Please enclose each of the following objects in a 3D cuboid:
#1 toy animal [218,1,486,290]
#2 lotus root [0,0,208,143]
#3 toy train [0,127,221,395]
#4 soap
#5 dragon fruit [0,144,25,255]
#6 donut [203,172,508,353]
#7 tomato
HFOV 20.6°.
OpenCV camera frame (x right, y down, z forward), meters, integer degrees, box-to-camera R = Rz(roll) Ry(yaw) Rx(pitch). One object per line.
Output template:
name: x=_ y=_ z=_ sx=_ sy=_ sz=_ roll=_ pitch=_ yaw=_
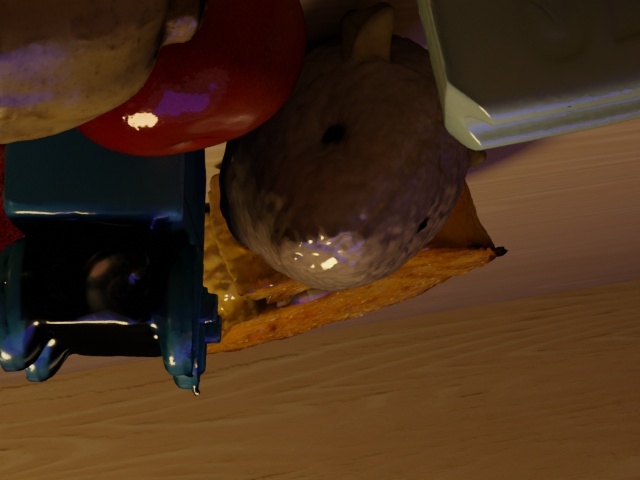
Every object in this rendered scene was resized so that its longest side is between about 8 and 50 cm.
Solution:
toy animal: x=0.023 y=-0.071 z=1.516 sx=0.226 sy=0.188 sz=0.358 roll=-52 pitch=-160 yaw=-4
lotus root: x=-0.206 y=-0.135 z=1.077 sx=0.284 sy=0.146 sz=0.160 roll=-9 pitch=164 yaw=-21
toy train: x=-0.173 y=-0.011 z=1.472 sx=0.188 sy=0.265 sz=0.300 roll=2 pitch=170 yaw=0
soap: x=0.211 y=-0.174 z=1.191 sx=0.290 sy=0.172 sz=0.095 roll=-11 pitch=170 yaw=-2
dragon fruit: x=-0.297 y=-0.043 z=1.658 sx=0.111 sy=0.153 sz=0.153 roll=20 pitch=-174 yaw=27
donut: x=0.000 y=0.000 z=2.060 sx=0.378 sy=0.163 sz=0.435 roll=-8 pitch=167 yaw=-28
tomato: x=-0.103 y=-0.133 z=1.247 sx=0.195 sy=0.136 sz=0.195 roll=-12 pitch=171 yaw=-2
